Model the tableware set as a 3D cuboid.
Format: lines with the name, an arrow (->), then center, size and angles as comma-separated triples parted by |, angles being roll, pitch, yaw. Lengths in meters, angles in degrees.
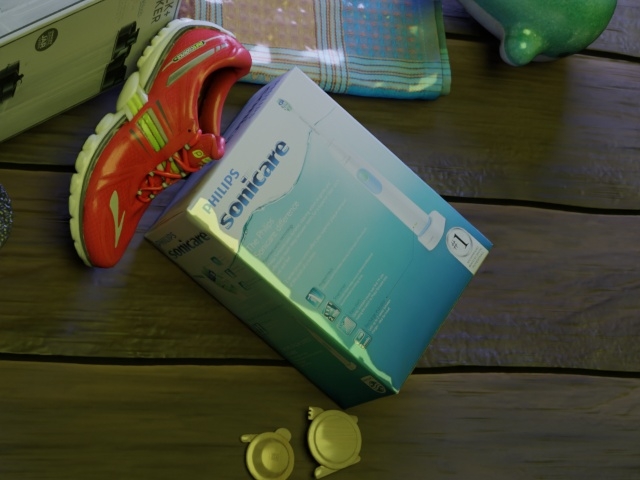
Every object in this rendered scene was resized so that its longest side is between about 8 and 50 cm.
tableware set -> -0.012, 0.260, 1.881 | 0.141, 0.020, 0.169 | -6, 80, -27

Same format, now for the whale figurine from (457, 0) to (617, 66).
whale figurine -> 0.236, -0.312, 2.081 | 0.272, 0.141, 0.216 | 11, 71, -37

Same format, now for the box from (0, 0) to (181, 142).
box -> -0.272, -0.203, 1.764 | 0.290, 0.169, 0.087 | -31, 67, -35

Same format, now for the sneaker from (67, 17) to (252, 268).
sneaker -> -0.158, -0.093, 1.805 | 0.118, 0.107, 0.279 | 23, 83, 22

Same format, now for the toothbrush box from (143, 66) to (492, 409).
toothbrush box -> 0.000, 0.000, 1.896 | 0.295, 0.126, 0.216 | 41, 62, -13

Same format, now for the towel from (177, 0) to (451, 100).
towel -> -0.024, -0.298, 2.016 | 0.370, 0.040, 0.271 | 3, 74, -27

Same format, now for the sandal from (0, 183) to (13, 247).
sandal -> -0.363, -0.059, 1.776 | 0.067, 0.040, 0.179 | -24, 74, -36
